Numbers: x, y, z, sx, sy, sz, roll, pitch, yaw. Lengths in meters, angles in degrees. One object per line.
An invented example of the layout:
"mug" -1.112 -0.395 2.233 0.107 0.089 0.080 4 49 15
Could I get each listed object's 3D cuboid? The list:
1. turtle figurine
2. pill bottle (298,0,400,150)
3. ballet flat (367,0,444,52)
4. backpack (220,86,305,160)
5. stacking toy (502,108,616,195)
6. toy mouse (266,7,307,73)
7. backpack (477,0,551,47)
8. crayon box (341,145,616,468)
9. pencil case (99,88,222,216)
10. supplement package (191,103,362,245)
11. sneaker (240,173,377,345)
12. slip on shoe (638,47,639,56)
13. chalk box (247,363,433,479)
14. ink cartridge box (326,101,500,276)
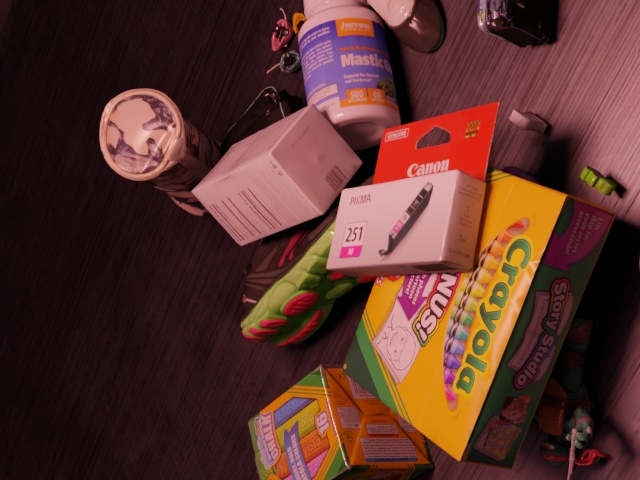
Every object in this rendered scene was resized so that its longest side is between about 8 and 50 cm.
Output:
"turtle figurine" 0.309 0.218 1.488 0.175 0.118 0.234 1 85 45
"pill bottle" 0.043 -0.303 1.879 0.152 0.152 0.271 -29 63 47
"ballet flat" 0.115 -0.428 1.853 0.095 0.096 0.280 -46 51 36
"backpack" -0.092 -0.166 2.036 0.188 0.144 0.165 -37 55 26
"stacking toy" 0.314 -0.066 1.585 0.221 0.052 0.167 49 124 42
"toy mouse" -0.057 -0.372 2.117 0.143 0.031 0.161 -56 45 30
"backpack" 0.283 -0.349 1.618 0.084 0.105 0.114 -3 77 51
"crayon box" 0.201 0.080 1.517 0.313 0.106 0.362 30 101 59
"pencil case" -0.270 -0.155 2.061 0.184 0.410 0.159 19 85 14
"supplement package" -0.075 -0.104 1.835 0.244 0.134 0.139 -19 27 51
"sneaker" 0.000 0.000 1.869 0.483 0.185 0.202 -40 53 38
"slip on shoe" 0.455 -0.301 1.445 0.041 0.051 0.135 17 91 12
"chalk box" 0.009 0.344 1.806 0.289 0.180 0.179 -43 52 41
"ink cartridge box" 0.126 -0.072 1.555 0.275 0.060 0.238 -6 70 57
